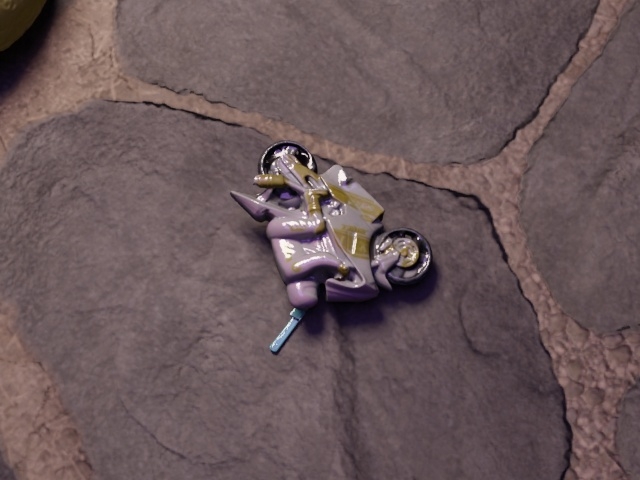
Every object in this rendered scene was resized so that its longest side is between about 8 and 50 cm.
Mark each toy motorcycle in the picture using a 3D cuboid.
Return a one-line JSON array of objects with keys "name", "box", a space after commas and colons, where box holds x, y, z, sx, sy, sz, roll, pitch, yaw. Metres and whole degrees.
[{"name": "toy motorcycle", "box": [0.000, 0.000, 1.396, 0.225, 0.073, 0.152, 38, 74, 8]}]

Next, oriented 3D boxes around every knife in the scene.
[{"name": "knife", "box": [-0.027, 0.083, 1.406, 0.014, 0.005, 0.091, 35, 77, 12]}]

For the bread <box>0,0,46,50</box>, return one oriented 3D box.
[{"name": "bread", "box": [-0.459, -0.344, 1.451, 0.320, 0.237, 0.321, 1, 76, -3]}]
